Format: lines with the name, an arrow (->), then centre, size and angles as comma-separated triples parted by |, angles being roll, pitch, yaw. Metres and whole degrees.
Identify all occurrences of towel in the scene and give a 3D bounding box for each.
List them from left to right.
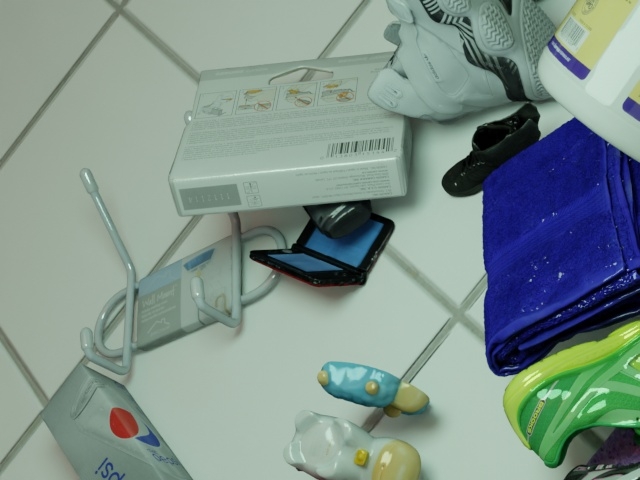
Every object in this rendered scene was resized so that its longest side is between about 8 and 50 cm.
towel -> 0.266, -0.016, 1.676 | 0.228, 0.076, 0.308 | -29, 33, 27

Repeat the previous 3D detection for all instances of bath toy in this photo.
bath toy -> 0.014, 0.317, 1.727 | 0.151, 0.129, 0.348 | 18, 78, 26

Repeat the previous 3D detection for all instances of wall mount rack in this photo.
wall mount rack -> -0.217, 0.010, 2.112 | 0.350, 0.130, 0.304 | -24, 51, 28

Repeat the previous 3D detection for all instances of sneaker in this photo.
sneaker -> 0.112, -0.267, 1.829 | 0.210, 0.366, 0.137 | -23, 39, 40
sneaker -> 0.200, -0.108, 1.839 | 0.170, 0.089, 0.051 | -18, 54, 33
sneaker -> 0.280, 0.247, 1.525 | 0.178, 0.072, 0.077 | -30, 37, 18
sneaker -> 0.334, 0.142, 1.550 | 0.295, 0.109, 0.123 | -26, 72, 9

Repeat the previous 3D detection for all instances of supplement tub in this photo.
supplement tub -> 0.399, -0.241, 1.540 | 0.331, 0.241, 0.241 | -57, 41, 18

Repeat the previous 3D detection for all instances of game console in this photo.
game console -> 0.000, 0.000, 1.961 | 0.144, 0.124, 0.085 | 21, 107, 47

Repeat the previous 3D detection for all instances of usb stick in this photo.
usb stick -> -0.012, -0.093, 2.028 | 0.077, 0.045, 0.278 | -33, 39, -1

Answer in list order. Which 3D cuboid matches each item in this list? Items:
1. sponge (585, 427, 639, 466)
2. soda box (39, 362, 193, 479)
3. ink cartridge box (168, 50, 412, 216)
sponge -> 0.284, 0.296, 1.562 | 0.210, 0.031, 0.117 | -52, 43, 5
soda box -> -0.259, 0.285, 2.011 | 0.098, 0.091, 0.286 | -50, 43, 5
ink cartridge box -> -0.029, -0.142, 1.997 | 0.296, 0.066, 0.261 | -5, 36, 11
